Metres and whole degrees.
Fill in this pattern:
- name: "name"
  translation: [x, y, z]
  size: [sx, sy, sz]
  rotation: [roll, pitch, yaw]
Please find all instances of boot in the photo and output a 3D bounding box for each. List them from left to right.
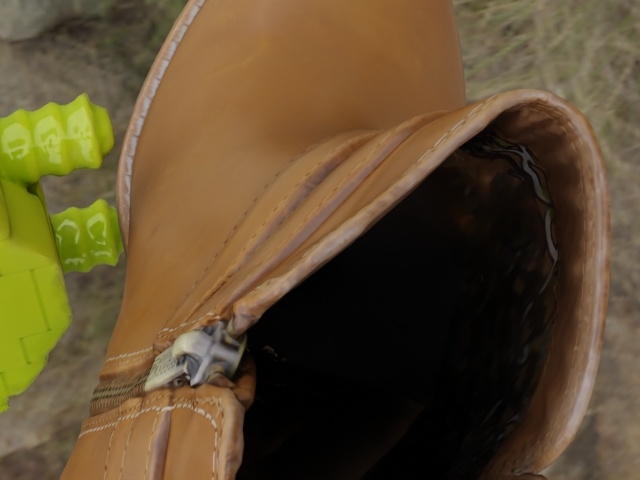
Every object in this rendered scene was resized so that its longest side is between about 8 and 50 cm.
- name: "boot"
  translation: [0.000, 0.000, 0.445]
  size: [0.109, 0.283, 0.220]
  rotation: [25, 157, -6]

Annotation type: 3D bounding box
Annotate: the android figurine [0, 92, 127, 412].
- name: "android figurine"
  translation: [-0.184, 0.019, 0.507]
  size: [0.248, 0.273, 0.056]
  rotation: [89, 164, -65]
